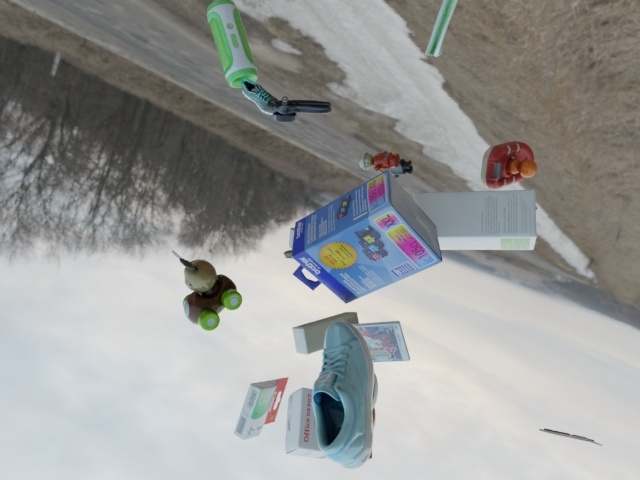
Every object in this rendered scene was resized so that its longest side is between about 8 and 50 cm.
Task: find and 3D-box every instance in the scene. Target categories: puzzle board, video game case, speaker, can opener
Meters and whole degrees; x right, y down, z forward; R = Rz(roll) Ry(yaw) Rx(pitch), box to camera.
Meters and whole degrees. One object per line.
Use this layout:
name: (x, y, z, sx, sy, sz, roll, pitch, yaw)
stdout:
puzzle board: (0.662, 0.519, 1.367, 0.096, 0.011, 0.128, 28, 159, -38)
video game case: (0.241, 0.408, 2.065, 0.201, 0.184, 0.023, -8, -158, 26)
speaker: (-0.328, -0.728, 1.912, 0.131, 0.297, 0.131, -17, 177, -1)
can opener: (-0.058, -0.418, 1.618, 0.185, 0.059, 0.073, -6, 148, -3)

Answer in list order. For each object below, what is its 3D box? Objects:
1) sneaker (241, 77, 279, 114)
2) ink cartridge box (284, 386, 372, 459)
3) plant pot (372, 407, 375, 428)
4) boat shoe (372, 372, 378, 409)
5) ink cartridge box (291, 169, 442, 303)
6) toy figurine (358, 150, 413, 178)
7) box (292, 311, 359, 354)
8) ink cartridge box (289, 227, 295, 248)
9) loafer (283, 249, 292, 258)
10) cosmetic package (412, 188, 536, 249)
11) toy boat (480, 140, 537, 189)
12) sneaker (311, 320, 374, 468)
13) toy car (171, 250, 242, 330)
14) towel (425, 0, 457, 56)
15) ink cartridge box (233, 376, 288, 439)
sneaker: (-0.199, -0.474, 1.691, 0.166, 0.065, 0.076, 34, 175, 13)
ink cartridge box: (0.027, 0.543, 1.514, 0.237, 0.172, 0.100, 16, 145, -20)
plant pot: (0.094, 0.719, 2.196, 0.290, 0.291, 0.204, 20, 149, 17)
boat shoe: (0.123, 0.590, 1.838, 0.092, 0.286, 0.102, 5, -161, -44)
ink cartridge box: (0.104, 0.017, 1.471, 0.395, 0.151, 0.270, -27, 128, 29)
toy figurine: (0.223, -0.204, 1.818, 0.148, 0.213, 0.209, 4, -177, 29)
box: (0.028, 0.374, 2.104, 0.274, 0.113, 0.094, -9, 179, -34)
ink cartridge box: (0.000, 0.000, 2.049, 0.208, 0.087, 0.153, -4, -163, -28)
loafer: (-0.062, 0.065, 1.863, 0.147, 0.050, 0.056, 6, -169, 6)
cosmetic package: (0.482, -0.060, 1.631, 0.365, 0.155, 0.197, -2, 167, 21)
toy boat: (0.659, -0.251, 1.745, 0.231, 0.151, 0.151, -19, -152, -38)
sneaker: (0.046, 0.344, 1.244, 0.135, 0.366, 0.150, -25, 139, 22)
toy car: (-0.314, 0.108, 1.310, 0.155, 0.149, 0.188, 24, 151, 55)
towel: (0.338, -0.610, 1.346, 0.038, 0.248, 0.325, 19, -153, 7)
ink cartridge box: (-0.182, 0.568, 1.760, 0.056, 0.181, 0.224, 20, -177, 34)
